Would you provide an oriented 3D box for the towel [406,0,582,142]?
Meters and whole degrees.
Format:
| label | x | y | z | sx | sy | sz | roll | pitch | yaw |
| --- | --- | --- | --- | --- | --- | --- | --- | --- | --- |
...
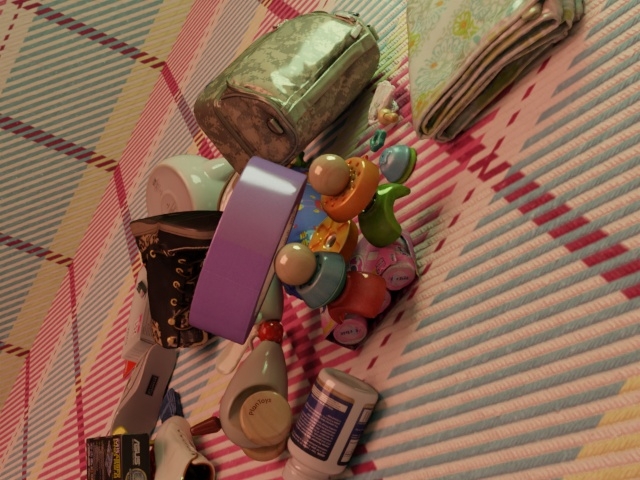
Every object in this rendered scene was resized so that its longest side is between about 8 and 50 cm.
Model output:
| label | x | y | z | sx | sy | sz | roll | pitch | yaw |
| --- | --- | --- | --- | --- | --- | --- | --- | --- | --- |
| towel | 0.245 | -0.367 | 1.440 | 0.320 | 0.090 | 0.375 | -43 | 33 | 43 |

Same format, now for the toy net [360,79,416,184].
| label | x | y | z | sx | sy | sz | roll | pitch | yaw |
| --- | --- | --- | --- | --- | --- | --- | --- | --- | --- |
| toy net | 0.109 | -0.176 | 1.622 | 0.122 | 0.045 | 0.232 | -48 | 29 | 42 |

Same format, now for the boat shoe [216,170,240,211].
| label | x | y | z | sx | sy | sz | roll | pitch | yaw |
| --- | --- | --- | --- | --- | --- | --- | --- | --- | --- |
| boat shoe | -0.134 | -0.121 | 2.001 | 0.302 | 0.113 | 0.103 | -69 | 20 | -4 |

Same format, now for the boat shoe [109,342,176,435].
| label | x | y | z | sx | sy | sz | roll | pitch | yaw |
| --- | --- | --- | --- | --- | --- | --- | --- | --- | --- |
| boat shoe | -0.424 | 0.364 | 2.219 | 0.088 | 0.096 | 0.268 | -14 | 56 | 66 |

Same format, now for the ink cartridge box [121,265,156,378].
| label | x | y | z | sx | sy | sz | roll | pitch | yaw |
| --- | --- | --- | --- | --- | --- | --- | --- | --- | --- |
| ink cartridge box | -0.487 | 0.203 | 2.538 | 0.239 | 0.060 | 0.275 | -40 | 35 | 44 |

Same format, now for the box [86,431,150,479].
| label | x | y | z | sx | sy | sz | roll | pitch | yaw |
| --- | --- | --- | --- | --- | --- | --- | --- | --- | --- |
| box | -0.399 | 0.518 | 1.852 | 0.216 | 0.060 | 0.270 | -23 | 67 | 55 |

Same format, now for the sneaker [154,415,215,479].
| label | x | y | z | sx | sy | sz | roll | pitch | yaw |
| --- | --- | --- | --- | --- | --- | --- | --- | --- | --- |
| sneaker | -0.252 | 0.437 | 1.822 | 0.123 | 0.106 | 0.290 | -27 | 29 | 11 |

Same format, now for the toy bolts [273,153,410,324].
| label | x | y | z | sx | sy | sz | roll | pitch | yaw |
| --- | --- | --- | --- | --- | --- | --- | --- | --- | --- |
| toy bolts | 0.000 | 0.000 | 1.379 | 0.218 | 0.158 | 0.229 | -24 | 45 | 46 |

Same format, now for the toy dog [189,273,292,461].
| label | x | y | z | sx | sy | sz | roll | pitch | yaw |
| --- | --- | --- | --- | --- | --- | --- | --- | --- | --- |
| toy dog | -0.135 | 0.213 | 1.565 | 0.334 | 0.160 | 0.220 | -98 | 10 | -50 |

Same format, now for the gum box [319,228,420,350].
| label | x | y | z | sx | sy | sz | roll | pitch | yaw |
| --- | --- | --- | --- | --- | --- | --- | --- | --- | --- |
| gum box | 0.074 | 0.066 | 1.453 | 0.188 | 0.062 | 0.107 | -52 | 29 | 30 |

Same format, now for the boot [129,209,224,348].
| label | x | y | z | sx | sy | sz | roll | pitch | yaw |
| --- | --- | --- | --- | --- | --- | --- | --- | --- | --- |
| boot | -0.283 | 0.084 | 1.999 | 0.377 | 0.138 | 0.284 | 1 | 101 | 54 |

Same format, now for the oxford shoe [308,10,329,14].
| label | x | y | z | sx | sy | sz | roll | pitch | yaw |
| --- | --- | --- | --- | --- | --- | --- | --- | --- | --- |
| oxford shoe | -0.028 | -0.428 | 2.108 | 0.076 | 0.076 | 0.212 | 77 | -151 | -56 |

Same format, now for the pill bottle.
| label | x | y | z | sx | sy | sz | roll | pitch | yaw |
| --- | --- | --- | --- | --- | --- | --- | --- | --- | --- |
| pill bottle | 0.009 | 0.279 | 1.369 | 0.169 | 0.094 | 0.094 | -65 | 24 | 5 |

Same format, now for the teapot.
| label | x | y | z | sx | sy | sz | roll | pitch | yaw |
| --- | --- | --- | --- | --- | --- | --- | --- | --- | --- |
| teapot | -0.276 | -0.086 | 2.198 | 0.256 | 0.187 | 0.253 | 8 | 106 | 48 |

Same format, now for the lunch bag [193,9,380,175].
| label | x | y | z | sx | sy | sz | roll | pitch | yaw |
| --- | --- | --- | --- | --- | --- | --- | --- | --- | --- |
| lunch bag | -0.049 | -0.284 | 1.771 | 0.256 | 0.213 | 0.305 | -6 | 37 | 53 |

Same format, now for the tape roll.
| label | x | y | z | sx | sy | sz | roll | pitch | yaw |
| --- | --- | --- | --- | --- | --- | --- | --- | --- | --- |
| tape roll | -0.107 | 0.015 | 1.426 | 0.275 | 0.090 | 0.275 | 22 | -90 | -89 |

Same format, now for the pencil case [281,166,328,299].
| label | x | y | z | sx | sy | sz | roll | pitch | yaw |
| --- | --- | --- | --- | --- | --- | --- | --- | --- | --- |
| pencil case | -0.030 | -0.011 | 1.672 | 0.133 | 0.119 | 0.306 | -45 | 30 | 17 |

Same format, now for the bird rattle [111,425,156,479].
| label | x | y | z | sx | sy | sz | roll | pitch | yaw |
| --- | --- | --- | --- | --- | --- | --- | --- | --- | --- |
| bird rattle | -0.378 | 0.506 | 2.011 | 0.253 | 0.143 | 0.207 | 10 | 96 | 58 |

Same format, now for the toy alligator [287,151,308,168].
| label | x | y | z | sx | sy | sz | roll | pitch | yaw |
| --- | --- | --- | --- | --- | --- | --- | --- | --- | --- |
| toy alligator | -0.051 | -0.145 | 1.927 | 0.051 | 0.056 | 0.190 | 23 | 89 | 25 |

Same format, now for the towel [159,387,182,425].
| label | x | y | z | sx | sy | sz | roll | pitch | yaw |
| --- | --- | --- | --- | --- | --- | --- | --- | --- | --- |
| towel | -0.334 | 0.384 | 2.087 | 0.067 | 0.029 | 0.119 | -62 | 24 | 15 |

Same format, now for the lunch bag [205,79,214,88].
| label | x | y | z | sx | sy | sz | roll | pitch | yaw |
| --- | --- | --- | --- | --- | --- | --- | --- | --- | --- |
| lunch bag | -0.219 | -0.344 | 2.355 | 0.096 | 0.128 | 0.151 | -62 | 25 | 11 |
